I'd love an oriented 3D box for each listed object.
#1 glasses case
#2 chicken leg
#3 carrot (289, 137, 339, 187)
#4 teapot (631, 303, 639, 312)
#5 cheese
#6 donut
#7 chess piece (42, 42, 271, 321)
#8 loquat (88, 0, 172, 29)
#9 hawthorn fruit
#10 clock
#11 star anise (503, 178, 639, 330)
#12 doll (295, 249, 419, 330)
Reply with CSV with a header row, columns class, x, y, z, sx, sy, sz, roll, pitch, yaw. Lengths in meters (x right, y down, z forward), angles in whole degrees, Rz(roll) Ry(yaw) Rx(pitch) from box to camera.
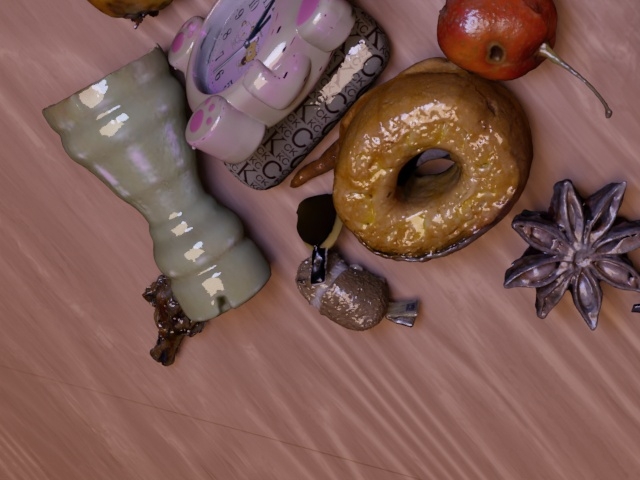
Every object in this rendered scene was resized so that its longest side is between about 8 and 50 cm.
class,x,y,z,sx,sy,sz,roll,pitch,yaw
glasses case,-0.032,-0.224,1.448,0.137,0.085,0.354,45,119,2
chicken leg,-0.278,0.155,1.710,0.125,0.080,0.196,13,123,26
carrot,0.008,-0.132,1.502,0.165,0.035,0.035,-36,96,31
teapot,0.555,0.074,1.357,0.177,0.087,0.096,-38,85,28
cheese,0.000,-0.001,1.500,0.086,0.162,0.036,-10,149,21
donut,0.166,-0.114,1.374,0.299,0.150,0.317,15,121,3
chess piece,-0.259,-0.083,1.523,0.234,0.234,0.442,-22,105,27
loquat,-0.307,-0.452,1.415,0.187,0.176,0.234,7,111,36
hawthorn fruit,0.299,-0.276,1.252,0.285,0.165,0.165,32,119,17
clock,-0.093,-0.297,1.355,0.114,0.284,0.309,25,123,-37
star anise,0.389,0.011,1.379,0.236,0.109,0.223,-38,108,13
doll,0.058,0.100,1.543,0.221,0.115,0.105,29,124,-3
